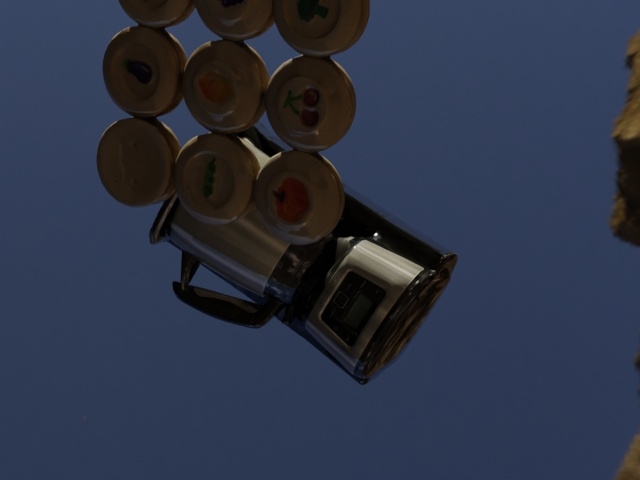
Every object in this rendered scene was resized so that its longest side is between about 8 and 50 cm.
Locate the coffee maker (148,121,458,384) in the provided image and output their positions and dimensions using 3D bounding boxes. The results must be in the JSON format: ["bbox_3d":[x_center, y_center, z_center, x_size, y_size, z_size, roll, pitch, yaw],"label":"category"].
[{"bbox_3d":[0.000,0.000,0.940,0.178,0.120,0.171,35,-144,10],"label":"coffee maker"}]

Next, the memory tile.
[{"bbox_3d":[-0.035,-0.077,0.527,0.113,0.012,0.148,15,-73,25],"label":"memory tile"}]
